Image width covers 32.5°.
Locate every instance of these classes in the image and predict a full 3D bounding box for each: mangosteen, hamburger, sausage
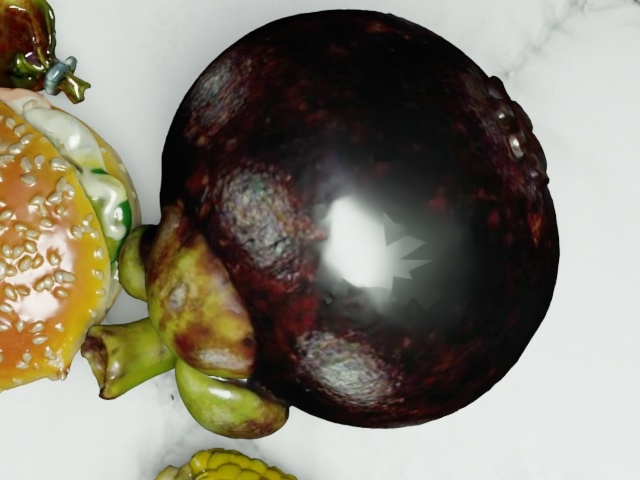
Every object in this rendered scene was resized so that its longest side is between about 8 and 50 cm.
[{"bbox_3d":[0.015,0.002,0.765,0.297,0.313,0.297,22,35,-17],"label":"mangosteen"},{"bbox_3d":[-0.246,0.000,0.805,0.237,0.147,0.236,0,74,0],"label":"hamburger"},{"bbox_3d":[-0.328,-0.187,0.873,0.318,0.117,0.125,22,88,2],"label":"sausage"}]

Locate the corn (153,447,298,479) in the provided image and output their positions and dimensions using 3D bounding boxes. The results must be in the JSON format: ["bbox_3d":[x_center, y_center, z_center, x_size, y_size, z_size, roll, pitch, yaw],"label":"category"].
[{"bbox_3d":[0.035,0.268,0.754,0.363,0.120,0.120,32,75,7],"label":"corn"}]
